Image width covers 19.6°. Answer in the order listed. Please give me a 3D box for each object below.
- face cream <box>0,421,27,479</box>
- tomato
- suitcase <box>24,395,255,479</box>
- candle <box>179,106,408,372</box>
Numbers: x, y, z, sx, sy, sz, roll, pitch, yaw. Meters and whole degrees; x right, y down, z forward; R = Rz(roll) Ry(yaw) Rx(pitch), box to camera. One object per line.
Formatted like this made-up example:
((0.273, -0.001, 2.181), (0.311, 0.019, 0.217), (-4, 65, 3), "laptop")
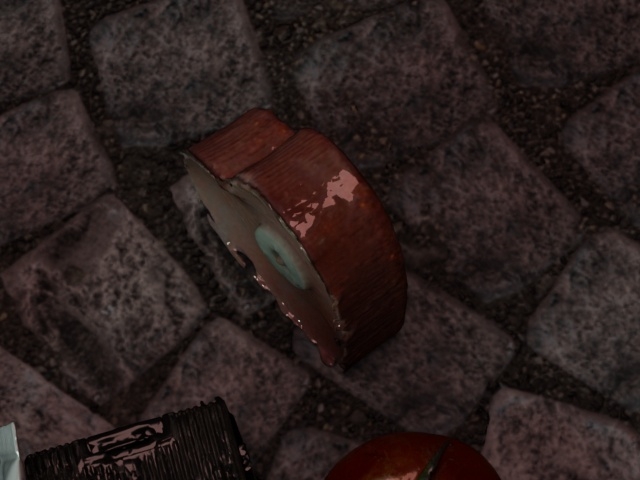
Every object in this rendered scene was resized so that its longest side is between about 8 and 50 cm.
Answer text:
((-0.309, 0.392, 1.787), (0.137, 0.235, 0.420), (-3, 82, -22), "face cream")
((0.089, 0.295, 1.868), (0.228, 0.101, 0.227), (-3, 67, 7), "tomato")
((-0.151, 0.348, 1.841), (0.230, 0.152, 0.335), (-16, 65, -3), "suitcase")
((0.000, 0.000, 1.922), (0.131, 0.317, 0.287), (-34, 110, -12), "candle")
